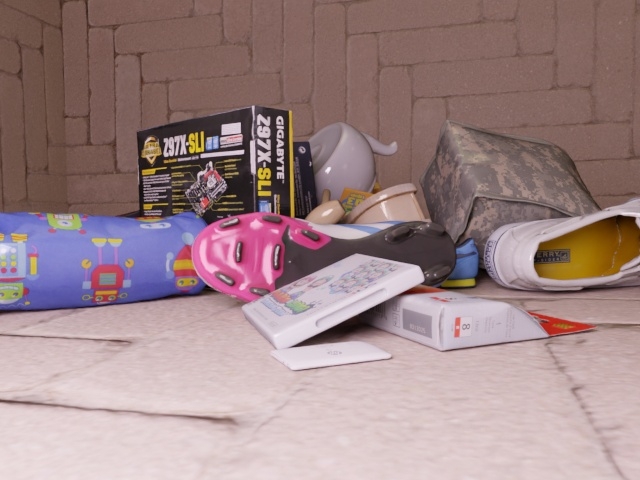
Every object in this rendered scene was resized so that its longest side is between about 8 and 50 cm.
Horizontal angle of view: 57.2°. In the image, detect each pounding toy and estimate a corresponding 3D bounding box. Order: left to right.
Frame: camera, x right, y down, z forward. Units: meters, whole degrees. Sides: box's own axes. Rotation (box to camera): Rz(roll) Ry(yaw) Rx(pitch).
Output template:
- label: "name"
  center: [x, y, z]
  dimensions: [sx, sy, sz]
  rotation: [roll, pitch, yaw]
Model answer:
- label: "pounding toy"
  center: [0.098, -0.046, 0.949]
  dimensions: [0.154, 0.155, 0.269]
  rotation: [-29, -20, 23]

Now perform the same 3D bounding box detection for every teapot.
- label: "teapot"
  center: [0.039, -0.138, 1.394]
  dimensions: [0.256, 0.252, 0.187]
  rotation: [-30, -58, 34]

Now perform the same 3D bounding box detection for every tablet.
- label: "tablet"
  center: [0.007, 0.089, 0.459]
  dimensions: [0.083, 0.006, 0.054]
  rotation: [-2, 4, -23]

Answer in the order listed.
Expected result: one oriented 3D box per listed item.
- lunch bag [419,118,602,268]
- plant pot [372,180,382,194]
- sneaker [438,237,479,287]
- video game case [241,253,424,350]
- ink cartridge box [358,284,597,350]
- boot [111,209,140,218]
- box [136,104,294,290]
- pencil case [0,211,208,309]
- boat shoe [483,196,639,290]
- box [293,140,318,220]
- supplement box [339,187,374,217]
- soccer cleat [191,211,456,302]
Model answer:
- label: "lunch bag"
  center: [0.337, -0.065, 0.993]
  dimensions: [0.287, 0.169, 0.235]
  rotation: [9, 39, -10]
- label: "plant pot"
  center: [0.069, -0.049, 1.538]
  dimensions: [0.188, 0.205, 0.205]
  rotation: [-17, 5, -7]
- label: "sneaker"
  center: [0.130, 0.030, 0.878]
  dimensions: [0.209, 0.082, 0.069]
  rotation: [-2, 5, 6]
- label: "video game case"
  center: [0.004, 0.052, 0.566]
  dimensions: [0.143, 0.019, 0.157]
  rotation: [-24, 9, -15]
- label: "ink cartridge box"
  center: [0.147, 0.063, 0.566]
  dimensions: [0.179, 0.045, 0.145]
  rotation: [-5, 5, -24]
- label: "boot"
  center: [-0.444, 0.014, 1.047]
  dimensions: [0.280, 0.096, 0.264]
  rotation: [-7, 10, 10]
- label: "box"
  center: [-0.172, -0.056, 0.906]
  dimensions: [0.322, 0.257, 0.079]
  rotation: [1, 2, 45]
- label: "pencil case"
  center: [-0.288, 0.019, 0.746]
  dimensions: [0.306, 0.119, 0.133]
  rotation: [-2, 32, -35]
- label: "boat shoe"
  center: [0.421, 0.004, 0.792]
  dimensions: [0.367, 0.136, 0.156]
  rotation: [-4, 3, -13]
- label: "box"
  center: [-0.199, -0.095, 1.248]
  dimensions: [0.294, 0.183, 0.296]
  rotation: [-8, -1, -25]
- label: "supplement box"
  center: [0.103, -0.035, 1.320]
  dimensions: [0.078, 0.080, 0.233]
  rotation: [15, -12, 21]
- label: "soccer cleat"
  center: [0.006, 0.034, 0.744]
  dimensions: [0.331, 0.116, 0.143]
  rotation: [1, -13, -12]
